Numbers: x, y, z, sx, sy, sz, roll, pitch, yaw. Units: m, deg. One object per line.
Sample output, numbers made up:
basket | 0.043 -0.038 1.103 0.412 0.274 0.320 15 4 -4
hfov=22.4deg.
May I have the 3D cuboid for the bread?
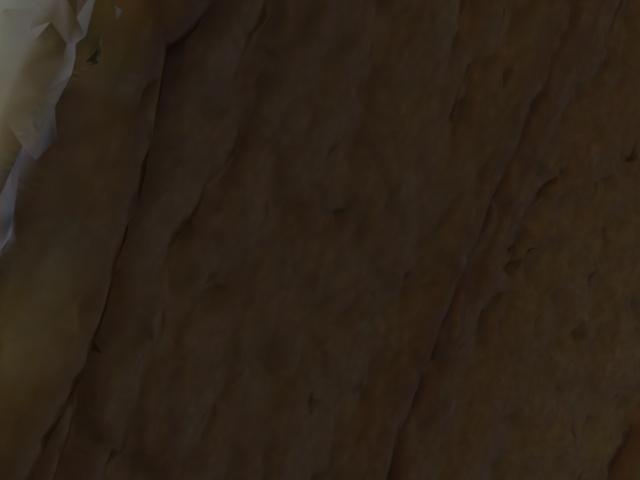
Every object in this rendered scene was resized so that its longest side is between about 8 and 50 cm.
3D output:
bread | -0.006 -0.002 0.488 0.328 0.148 0.337 24 -93 -47
